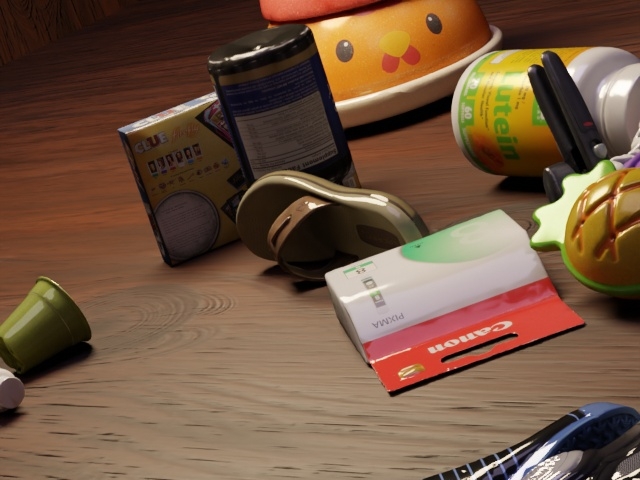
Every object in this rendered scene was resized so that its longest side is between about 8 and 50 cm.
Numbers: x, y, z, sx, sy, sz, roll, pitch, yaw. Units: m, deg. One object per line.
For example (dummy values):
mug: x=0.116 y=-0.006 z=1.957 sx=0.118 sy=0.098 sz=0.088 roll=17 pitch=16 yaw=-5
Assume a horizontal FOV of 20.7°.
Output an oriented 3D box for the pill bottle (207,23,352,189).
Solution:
pill bottle: x=-0.037 y=-0.117 z=1.921 sx=0.123 sy=0.219 sz=0.123 roll=-16 pitch=18 yaw=5

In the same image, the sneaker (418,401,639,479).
sneaker: x=0.107 y=0.166 z=1.108 sx=0.232 sy=0.081 sz=0.090 roll=-30 pitch=28 yaw=-33

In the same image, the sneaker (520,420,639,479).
sneaker: x=0.242 y=0.138 z=1.037 sx=0.268 sy=0.101 sz=0.153 roll=-34 pitch=23 yaw=-27

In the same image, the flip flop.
flip flop: x=0.000 y=0.000 z=1.745 sx=0.080 sy=0.112 sz=0.277 roll=-44 pitch=32 yaw=-26

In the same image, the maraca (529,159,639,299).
maraca: x=0.254 y=-0.012 z=1.473 sx=0.127 sy=0.099 sz=0.186 roll=-45 pitch=36 yaw=-13

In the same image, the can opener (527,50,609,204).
can opener: x=0.244 y=-0.098 z=1.679 sx=0.073 sy=0.186 sz=0.059 roll=0 pitch=-22 yaw=-39

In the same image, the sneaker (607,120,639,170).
sneaker: x=0.334 y=-0.064 z=1.611 sx=0.104 sy=0.095 sz=0.236 roll=0 pitch=30 yaw=34

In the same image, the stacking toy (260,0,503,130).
stacking toy: x=0.022 y=-0.408 z=2.340 sx=0.350 sy=0.480 sz=0.350 roll=-17 pitch=16 yaw=5

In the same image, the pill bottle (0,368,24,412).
pill bottle: x=-0.321 y=0.144 z=1.689 sx=0.043 sy=0.043 sz=0.083 roll=-31 pitch=21 yaw=-37

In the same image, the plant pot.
plant pot: x=-0.291 y=0.093 z=1.781 sx=0.079 sy=0.083 sz=0.083 roll=-40 pitch=25 yaw=-25

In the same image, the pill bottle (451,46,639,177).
pill bottle: x=0.262 y=-0.130 z=1.800 sx=0.136 sy=0.136 sz=0.246 roll=-28 pitch=19 yaw=-31

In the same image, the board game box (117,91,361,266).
board game box: x=-0.090 y=-0.092 z=1.997 sx=0.243 sy=0.165 sz=0.042 roll=-22 pitch=17 yaw=-15

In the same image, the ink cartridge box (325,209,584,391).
ink cartridge box: x=0.111 y=0.049 z=1.536 sx=0.181 sy=0.056 sz=0.224 roll=-20 pitch=15 yaw=-5
